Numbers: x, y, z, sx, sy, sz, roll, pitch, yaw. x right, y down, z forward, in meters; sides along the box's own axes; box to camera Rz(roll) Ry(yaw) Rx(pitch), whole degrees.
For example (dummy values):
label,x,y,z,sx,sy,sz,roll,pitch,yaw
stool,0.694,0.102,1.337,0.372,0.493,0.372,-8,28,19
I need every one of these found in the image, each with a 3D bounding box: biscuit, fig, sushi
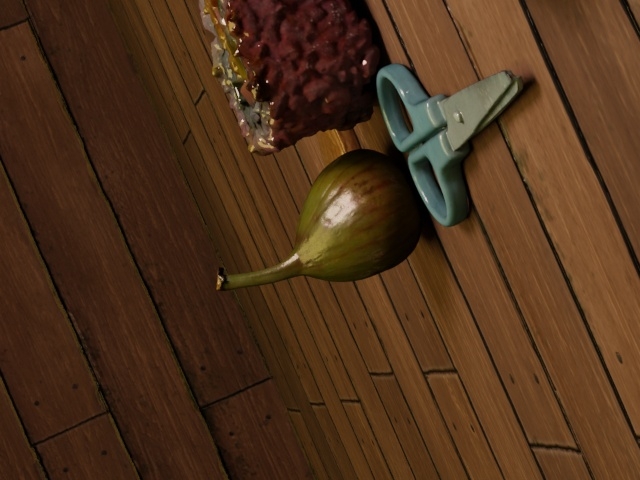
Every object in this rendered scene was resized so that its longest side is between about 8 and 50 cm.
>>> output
label,x,y,z,sx,sy,sz,roll,pitch,yaw
biscuit,0.030,-0.103,2.186,0.142,0.029,0.220,57,165,39
fig,0.000,0.000,1.945,0.151,0.259,0.151,52,163,23
sushi,-0.044,-0.244,1.887,0.236,0.171,0.270,177,72,-79

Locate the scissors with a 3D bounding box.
label,x,y,z,sx,sy,sz,roll,pitch,yaw
scissors,0.137,-0.121,1.636,0.447,0.029,0.192,148,99,-79
